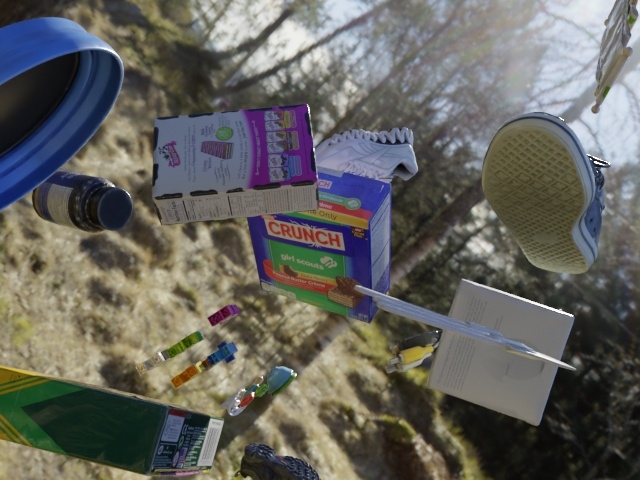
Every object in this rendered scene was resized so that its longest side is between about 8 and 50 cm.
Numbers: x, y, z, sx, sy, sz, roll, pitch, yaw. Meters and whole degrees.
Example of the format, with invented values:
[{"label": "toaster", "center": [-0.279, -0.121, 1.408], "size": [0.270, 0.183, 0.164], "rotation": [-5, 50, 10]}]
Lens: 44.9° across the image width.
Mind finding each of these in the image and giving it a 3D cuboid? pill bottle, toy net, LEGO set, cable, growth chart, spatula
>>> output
[{"label": "pill bottle", "center": [-0.518, -0.083, 1.696], "size": [0.219, 0.123, 0.123], "rotation": [12, -15, 35]}, {"label": "toy net", "center": [-0.152, 0.350, 1.712], "size": [0.045, 0.232, 0.122], "rotation": [48, 40, -6]}, {"label": "LEGO set", "center": [-0.216, 0.204, 1.429], "size": [0.087, 0.227, 0.093], "rotation": [59, 19, 6]}, {"label": "cable", "center": [0.281, 0.243, 1.808], "size": [0.139, 0.287, 0.072], "rotation": [87, -14, -75]}, {"label": "growth chart", "center": [0.508, -0.357, 1.321], "size": [0.021, 0.237, 0.172], "rotation": [16, -28, 4]}, {"label": "spatula", "center": [0.160, 0.105, 0.928], "size": [0.242, 0.019, 0.168], "rotation": [18, 3, -12]}]

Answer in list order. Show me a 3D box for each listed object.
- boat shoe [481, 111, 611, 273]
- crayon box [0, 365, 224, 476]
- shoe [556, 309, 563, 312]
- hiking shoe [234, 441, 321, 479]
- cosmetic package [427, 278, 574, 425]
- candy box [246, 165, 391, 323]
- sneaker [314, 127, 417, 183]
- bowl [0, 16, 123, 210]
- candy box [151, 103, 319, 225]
[{"label": "boat shoe", "center": [0.407, -0.097, 1.366], "size": [0.187, 0.156, 0.500], "rotation": [8, -20, 29]}, {"label": "crayon box", "center": [-0.349, 0.285, 1.228], "size": [0.313, 0.106, 0.363], "rotation": [12, -14, 8]}, {"label": "shoe", "center": [0.551, 0.236, 1.945], "size": [0.081, 0.178, 0.063], "rotation": [66, -27, 14]}, {"label": "hiking shoe", "center": [-0.102, 0.601, 1.953], "size": [0.227, 0.114, 0.086], "rotation": [26, 19, 9]}, {"label": "cosmetic package", "center": [0.353, 0.216, 1.551], "size": [0.225, 0.224, 0.138], "rotation": [19, 1, 7]}, {"label": "candy box", "center": [0.000, 0.000, 1.576], "size": [0.268, 0.122, 0.317], "rotation": [16, -40, 19]}, {"label": "sneaker", "center": [0.102, -0.182, 1.743], "size": [0.110, 0.292, 0.118], "rotation": [-34, -111, 57]}, {"label": "bowl", "center": [-0.457, -0.158, 1.100], "size": [0.077, 0.391, 0.391], "rotation": [48, 6, 2]}, {"label": "candy box", "center": [-0.125, -0.113, 1.139], "size": [0.071, 0.233, 0.159], "rotation": [88, -4, -54]}]
